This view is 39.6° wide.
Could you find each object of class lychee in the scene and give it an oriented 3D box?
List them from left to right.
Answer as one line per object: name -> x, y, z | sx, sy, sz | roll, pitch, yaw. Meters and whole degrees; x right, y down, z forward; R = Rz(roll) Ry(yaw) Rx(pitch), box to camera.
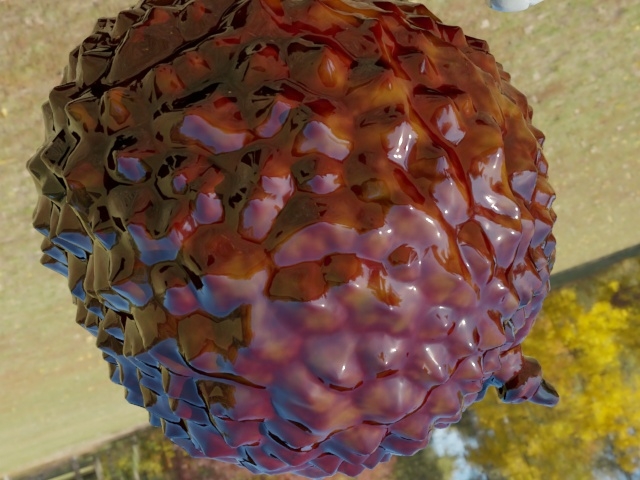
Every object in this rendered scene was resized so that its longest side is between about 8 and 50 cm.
lychee -> 0.000, 0.000, 0.739 | 0.425, 0.500, 0.424 | -56, 180, 1

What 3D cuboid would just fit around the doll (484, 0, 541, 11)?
doll -> 0.158, -0.287, 0.692 | 0.144, 0.208, 0.271 | -31, 132, 3
